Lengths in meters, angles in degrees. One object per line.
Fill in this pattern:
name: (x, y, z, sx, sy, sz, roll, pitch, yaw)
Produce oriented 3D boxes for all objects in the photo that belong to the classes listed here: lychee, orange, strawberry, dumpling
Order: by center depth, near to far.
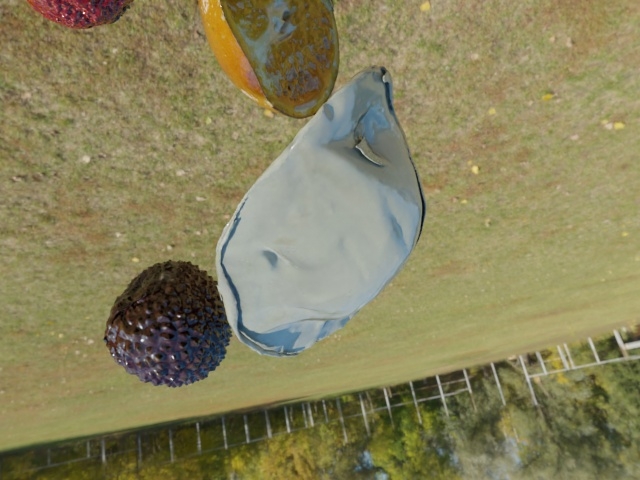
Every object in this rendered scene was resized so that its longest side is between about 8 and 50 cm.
dumpling: (0.001, -0.002, 0.519, 0.260, 0.181, 0.341, -36, 168, -32)
lychee: (-0.214, 0.123, 0.670, 0.188, 0.188, 0.188, -11, 161, -4)
orange: (-0.081, -0.386, 0.843, 0.310, 0.274, 0.274, 36, 141, -16)
strawberry: (-0.562, -0.635, 1.055, 0.239, 0.250, 0.288, -8, -178, 2)
